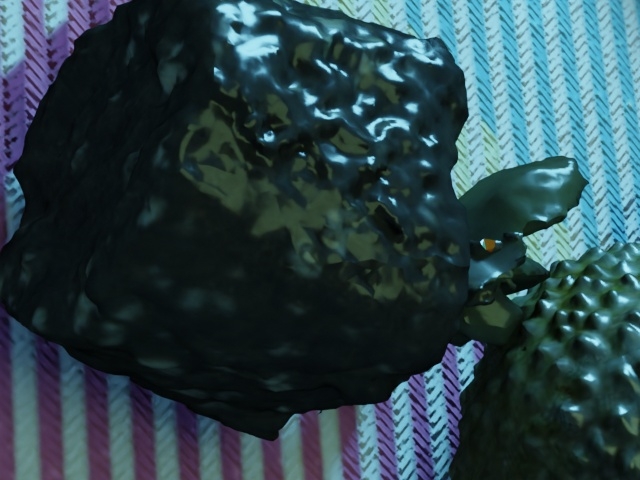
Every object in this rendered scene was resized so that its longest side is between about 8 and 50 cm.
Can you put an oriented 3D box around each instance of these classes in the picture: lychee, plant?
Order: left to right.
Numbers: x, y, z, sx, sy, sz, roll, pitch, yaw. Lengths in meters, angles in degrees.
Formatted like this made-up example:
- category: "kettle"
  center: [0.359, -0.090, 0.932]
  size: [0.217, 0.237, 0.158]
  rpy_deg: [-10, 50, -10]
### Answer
- category: "plant"
  center: [0.000, 0.000, 1.007]
  size: [0.312, 0.215, 0.213]
  rpy_deg: [27, 56, -32]
- category: "lychee"
  center: [0.196, 0.133, 1.114]
  size: [0.255, 0.255, 0.274]
  rpy_deg: [14, 36, -35]
